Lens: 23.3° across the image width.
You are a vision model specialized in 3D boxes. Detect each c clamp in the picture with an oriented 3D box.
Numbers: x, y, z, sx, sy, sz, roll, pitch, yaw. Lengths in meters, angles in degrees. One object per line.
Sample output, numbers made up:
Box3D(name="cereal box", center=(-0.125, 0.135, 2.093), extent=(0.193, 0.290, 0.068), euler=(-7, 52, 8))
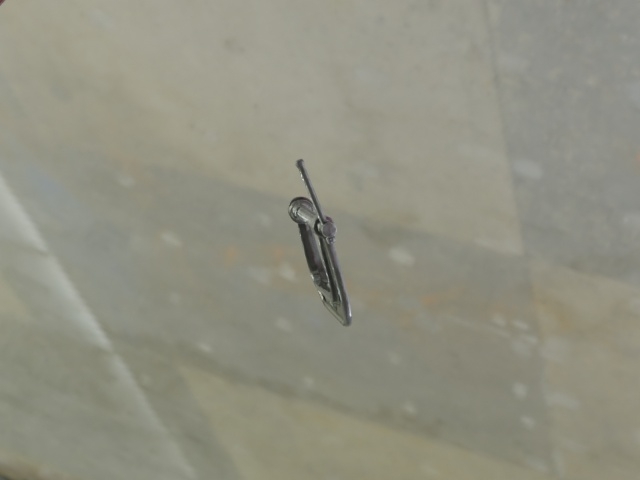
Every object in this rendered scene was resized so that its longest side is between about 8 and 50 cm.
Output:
Box3D(name="c clamp", center=(0.000, 0.000, 1.223), extent=(0.160, 0.022, 0.137), euler=(-166, 57, -81))

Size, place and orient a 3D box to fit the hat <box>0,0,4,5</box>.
Box3D(name="hat", center=(-0.077, -0.170, 0.742), extent=(0.173, 0.183, 0.208), euler=(17, -177, -10))
